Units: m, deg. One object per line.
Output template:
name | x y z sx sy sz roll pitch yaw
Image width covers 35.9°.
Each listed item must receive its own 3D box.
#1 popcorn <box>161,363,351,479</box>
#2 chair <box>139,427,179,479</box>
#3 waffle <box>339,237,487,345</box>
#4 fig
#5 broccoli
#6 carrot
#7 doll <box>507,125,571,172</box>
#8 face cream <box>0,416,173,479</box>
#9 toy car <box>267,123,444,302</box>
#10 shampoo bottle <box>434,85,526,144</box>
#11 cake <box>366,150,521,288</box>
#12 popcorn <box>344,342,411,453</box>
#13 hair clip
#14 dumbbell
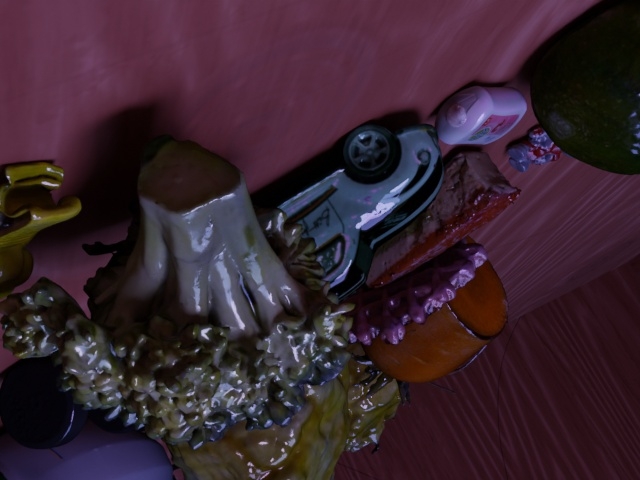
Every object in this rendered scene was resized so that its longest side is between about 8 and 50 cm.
popcorn | -0.068 0.258 1.389 0.292 0.293 0.334 -28 168 -13
chair | -0.350 0.394 1.694 0.229 0.106 0.113 -16 159 -37
waffle | 0.093 0.062 1.294 0.234 0.055 0.221 -40 -157 -26
fig | 0.346 -0.123 1.007 0.203 0.235 0.203 -32 166 -9
broccoli | -0.103 0.018 0.743 0.263 0.246 0.243 4 143 -2
carrot | 0.169 0.124 1.577 0.214 0.193 0.331 13 144 -28
doll | 0.329 -0.133 1.271 0.180 0.079 0.094 -16 141 1
face cream | -0.375 0.362 1.302 0.312 0.219 0.357 -35 164 20
toy car | 0.000 0.000 0.984 0.306 0.125 0.136 -29 165 4
shampoo bottle | 0.161 -0.128 1.011 0.072 0.043 0.099 -41 162 32
cake | 0.147 -0.030 1.231 0.117 0.086 0.220 -9 154 -48
popcorn | 0.065 0.294 1.912 0.249 0.225 0.249 -29 161 -11
hair clip | -0.233 0.008 0.721 0.072 0.046 0.173 -14 159 -50
dumbbell | -0.266 0.177 1.122 0.100 0.100 0.191 -34 166 17
